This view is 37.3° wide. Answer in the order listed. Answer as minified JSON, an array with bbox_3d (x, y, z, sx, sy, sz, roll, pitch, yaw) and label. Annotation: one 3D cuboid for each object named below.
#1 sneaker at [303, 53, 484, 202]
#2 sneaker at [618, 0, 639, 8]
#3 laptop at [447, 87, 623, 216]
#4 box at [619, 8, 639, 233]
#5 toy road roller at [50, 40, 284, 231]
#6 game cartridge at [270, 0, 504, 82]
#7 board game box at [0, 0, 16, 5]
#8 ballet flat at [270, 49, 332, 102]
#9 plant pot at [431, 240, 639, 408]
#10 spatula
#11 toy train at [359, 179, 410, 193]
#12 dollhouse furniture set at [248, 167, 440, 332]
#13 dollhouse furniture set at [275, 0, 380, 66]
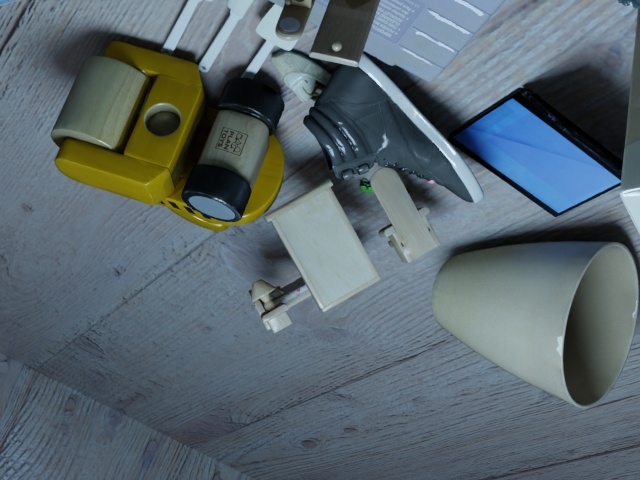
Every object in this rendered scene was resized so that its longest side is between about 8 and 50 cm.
[{"bbox_3d":[0.096,-0.121,1.331,0.147,0.104,0.296,-45,114,8],"label":"sneaker"},{"bbox_3d":[0.411,-0.307,0.966,0.283,0.122,0.110,4,109,54],"label":"sneaker"},{"bbox_3d":[0.329,-0.087,1.297,0.234,0.264,0.136,31,108,-21],"label":"laptop"},{"bbox_3d":[0.413,-0.138,1.022,0.121,0.311,0.148,-8,139,34],"label":"box"},{"bbox_3d":[-0.218,-0.131,1.441,0.330,0.202,0.240,18,161,3],"label":"toy road roller"},{"bbox_3d":[0.039,-0.343,1.136,0.355,0.068,0.230,26,150,-13],"label":"game cartridge"},{"bbox_3d":[-0.462,-0.450,1.176,0.390,0.050,0.390,-1,143,39],"label":"board game box"},{"bbox_3d":[0.001,-0.211,1.348,0.168,0.052,0.057,28,146,-14],"label":"ballet flat"},{"bbox_3d":[0.324,0.108,1.517,0.274,0.256,0.256,12,150,40],"label":"plant pot"},{"bbox_3d":[-0.129,-0.287,1.316,0.168,0.019,0.242,27,149,-13],"label":"spatula"},{"bbox_3d":[0.103,-0.081,1.523,0.083,0.017,0.023,12,156,9],"label":"toy train"},{"bbox_3d":[0.000,0.000,1.601,0.173,0.303,0.355,61,174,-4],"label":"dollhouse furniture set"},{"bbox_3d":[-0.009,-0.302,1.053,0.144,0.123,0.151,13,146,6],"label":"dollhouse furniture set"}]
